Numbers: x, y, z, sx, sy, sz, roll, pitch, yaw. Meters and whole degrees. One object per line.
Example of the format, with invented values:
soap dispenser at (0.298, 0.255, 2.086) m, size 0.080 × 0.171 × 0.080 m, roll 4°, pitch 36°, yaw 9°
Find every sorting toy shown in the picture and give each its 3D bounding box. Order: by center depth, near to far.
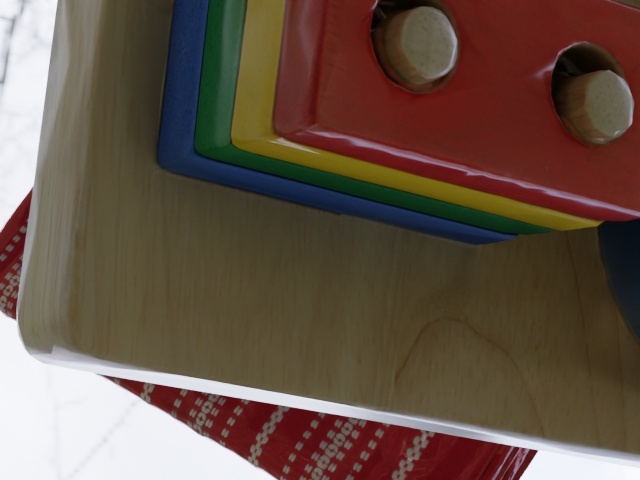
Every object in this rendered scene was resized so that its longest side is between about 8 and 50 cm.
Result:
sorting toy at (0.076, -0.080, 0.463) m, size 0.089 × 0.255 × 0.257 m, roll -11°, pitch -110°, yaw 55°

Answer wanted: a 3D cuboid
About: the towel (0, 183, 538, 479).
towel at (0.000, 0.000, 0.816) m, size 0.275 × 0.031 × 0.199 m, roll 27°, pitch -105°, yaw 31°
